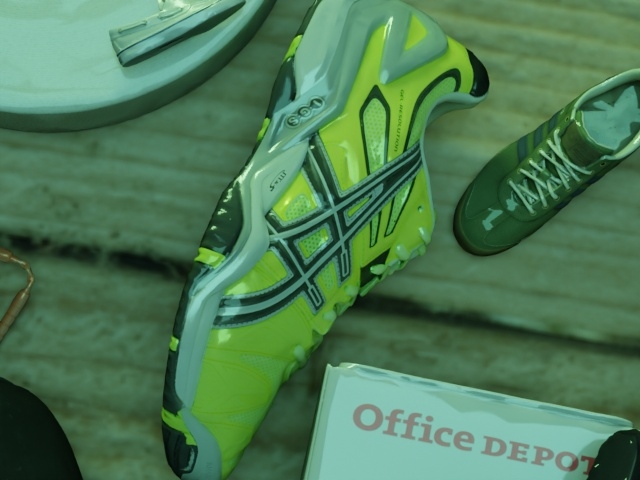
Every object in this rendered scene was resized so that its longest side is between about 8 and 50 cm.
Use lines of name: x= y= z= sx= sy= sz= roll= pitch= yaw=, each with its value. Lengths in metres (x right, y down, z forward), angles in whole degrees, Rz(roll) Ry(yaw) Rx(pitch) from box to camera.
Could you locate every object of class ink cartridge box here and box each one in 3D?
ink cartridge box: x=0.081 y=0.258 z=1.263 sx=0.226 sy=0.131 sz=0.306 roll=13 pitch=79 yaw=-1

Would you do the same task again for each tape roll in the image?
tape roll: x=-0.201 y=-0.274 z=1.360 sx=0.392 sy=0.072 sz=0.392 roll=1 pitch=81 yaw=-4

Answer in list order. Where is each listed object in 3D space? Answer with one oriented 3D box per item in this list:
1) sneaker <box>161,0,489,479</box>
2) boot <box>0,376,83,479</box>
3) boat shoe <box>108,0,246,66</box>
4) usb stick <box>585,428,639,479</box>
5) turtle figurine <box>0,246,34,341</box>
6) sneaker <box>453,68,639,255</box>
sneaker: x=0.000 y=0.000 z=1.293 sx=0.147 sy=0.145 sz=0.384 roll=23 pitch=82 yaw=1
boot: x=-0.050 y=0.225 z=1.127 sx=0.445 sy=0.146 sz=0.367 roll=-17 pitch=76 yaw=33
boat shoe: x=-0.103 y=-0.159 z=1.296 sx=0.100 sy=0.035 sz=0.035 roll=-26 pitch=86 yaw=0
usb stick: x=0.268 y=0.221 z=1.247 sx=0.278 sy=0.045 sz=0.077 roll=40 pitch=59 yaw=-34
turtle figurine: x=-0.359 y=0.029 z=1.294 sx=0.269 sy=0.087 sz=0.217 roll=-32 pitch=84 yaw=-8
sneaker: x=0.178 y=-0.065 z=1.341 sx=0.192 sy=0.086 sz=0.064 roll=-38 pitch=85 yaw=-8
